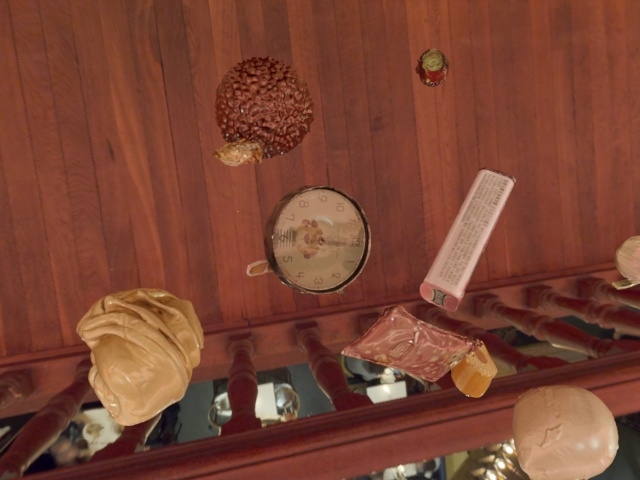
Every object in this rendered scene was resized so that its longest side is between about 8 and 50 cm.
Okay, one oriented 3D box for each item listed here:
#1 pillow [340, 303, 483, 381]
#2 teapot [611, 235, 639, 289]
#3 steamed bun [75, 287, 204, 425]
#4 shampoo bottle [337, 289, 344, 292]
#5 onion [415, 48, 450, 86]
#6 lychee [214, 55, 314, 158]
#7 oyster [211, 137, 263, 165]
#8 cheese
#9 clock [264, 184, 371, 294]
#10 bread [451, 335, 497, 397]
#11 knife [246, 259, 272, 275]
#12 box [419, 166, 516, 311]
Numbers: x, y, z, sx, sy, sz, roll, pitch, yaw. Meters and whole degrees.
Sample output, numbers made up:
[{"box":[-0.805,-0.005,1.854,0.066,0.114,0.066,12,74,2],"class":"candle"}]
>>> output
[{"box":[0.135,0.153,0.619,0.185,0.043,0.118,24,120,-24],"class":"pillow"},{"box":[0.445,0.037,0.582,0.064,0.064,0.083,17,118,-34],"class":"teapot"},{"box":[-0.387,0.227,0.947,0.203,0.289,0.276,-39,107,7],"class":"steamed bun"},{"box":[0.076,0.046,1.303,0.087,0.118,0.234,5,80,26],"class":"shampoo bottle"},{"box":[0.368,-0.564,1.386,0.118,0.118,0.117,18,71,-12],"class":"onion"},{"box":[-0.146,-0.343,1.105,0.264,0.300,0.264,-7,119,-12],"class":"lychee"},{"box":[-0.192,-0.204,0.953,0.132,0.086,0.029,10,58,5],"class":"oyster"},{"box":[0.515,0.402,0.889,0.154,0.198,0.189,41,128,-8],"class":"cheese"},{"box":[-0.001,0.000,1.167,0.312,0.061,0.313,-1,93,-24],"class":"clock"},{"box":[0.449,0.385,1.263,0.085,0.134,0.173,-6,132,-11],"class":"bread"},{"box":[-0.157,0.072,1.160,0.022,0.256,0.046,35,95,11],"class":"knife"},{"box":[0.396,-0.004,1.139,0.112,0.190,0.370,24,75,19],"class":"box"}]
